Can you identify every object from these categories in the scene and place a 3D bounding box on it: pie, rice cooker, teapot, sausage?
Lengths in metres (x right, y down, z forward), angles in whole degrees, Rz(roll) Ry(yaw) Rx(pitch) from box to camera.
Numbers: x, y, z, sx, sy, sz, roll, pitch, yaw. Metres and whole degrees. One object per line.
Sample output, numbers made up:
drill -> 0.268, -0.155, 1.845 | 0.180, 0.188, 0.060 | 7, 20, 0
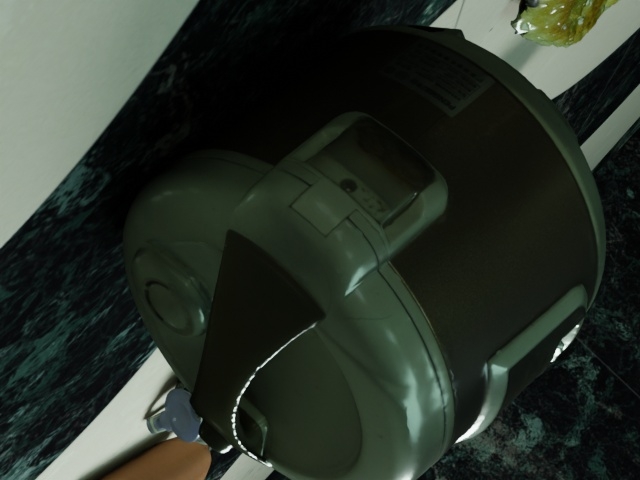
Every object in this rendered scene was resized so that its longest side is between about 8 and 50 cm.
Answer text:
pie -> 0.347, -0.343, 1.812 | 0.371, 0.078, 0.296 | -36, 165, -39
rice cooker -> 0.030, 0.023, 1.276 | 0.325, 0.335, 0.335 | -39, 168, -31
teapot -> -0.143, 0.191, 1.923 | 0.108, 0.149, 0.111 | -16, 113, -41
sausage -> -0.230, 0.318, 2.035 | 0.086, 0.086, 0.289 | -51, 167, 25
